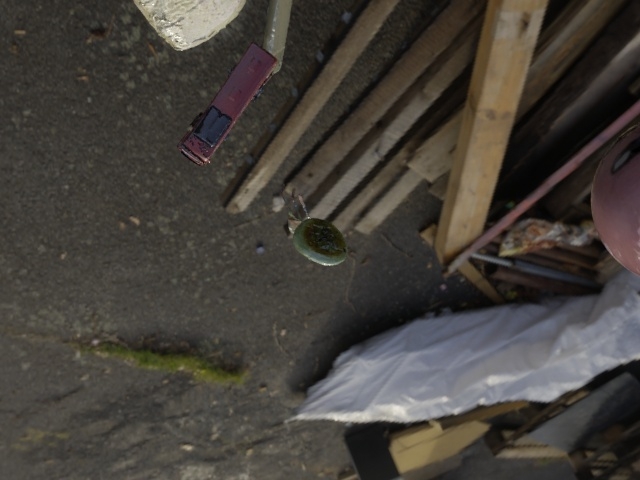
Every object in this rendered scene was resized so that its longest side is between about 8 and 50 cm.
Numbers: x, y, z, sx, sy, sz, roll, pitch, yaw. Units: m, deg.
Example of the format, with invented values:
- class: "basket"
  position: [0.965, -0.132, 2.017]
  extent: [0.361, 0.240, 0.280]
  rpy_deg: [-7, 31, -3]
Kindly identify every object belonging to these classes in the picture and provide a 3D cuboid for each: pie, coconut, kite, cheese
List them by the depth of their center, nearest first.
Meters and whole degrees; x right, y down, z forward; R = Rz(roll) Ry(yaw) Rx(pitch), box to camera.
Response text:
- class: "pie"
  position: [0.002, 0.000, 0.940]
  extent: [0.084, 0.084, 0.021]
  rpy_deg: [1, 137, -28]
- class: "coconut"
  position: [-0.263, -0.538, 1.297]
  extent: [0.255, 0.297, 0.297]
  rpy_deg: [-36, 141, -2]
- class: "kite"
  position: [-0.050, -0.049, 1.630]
  extent: [0.016, 0.127, 0.229]
  rpy_deg: [-48, 145, -23]
- class: "cheese"
  position: [-0.097, -0.600, 1.719]
  extent: [0.085, 0.034, 0.400]
  rpy_deg: [-42, 151, -53]

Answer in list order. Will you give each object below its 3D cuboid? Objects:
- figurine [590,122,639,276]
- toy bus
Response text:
- class: "figurine"
  position: [0.456, -0.038, 0.848]
  extent: [0.261, 0.269, 0.211]
  rpy_deg: [40, 118, -13]
- class: "toy bus"
  position: [-0.163, -0.235, 1.203]
  extent: [0.074, 0.096, 0.234]
  rpy_deg: [35, 94, -10]
